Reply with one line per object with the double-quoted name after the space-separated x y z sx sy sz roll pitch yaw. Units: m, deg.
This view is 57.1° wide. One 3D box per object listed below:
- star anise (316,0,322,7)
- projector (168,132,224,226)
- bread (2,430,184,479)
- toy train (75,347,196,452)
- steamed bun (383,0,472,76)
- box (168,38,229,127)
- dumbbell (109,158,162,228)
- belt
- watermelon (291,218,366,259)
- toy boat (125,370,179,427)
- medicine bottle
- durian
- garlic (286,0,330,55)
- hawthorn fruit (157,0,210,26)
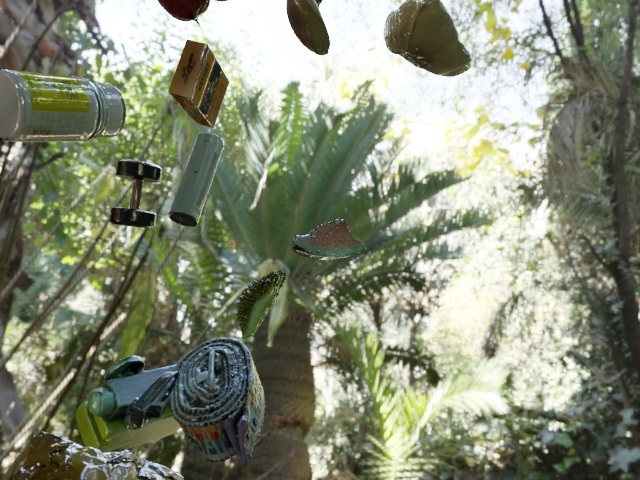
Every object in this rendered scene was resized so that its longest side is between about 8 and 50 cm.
-0.007 -0.686 1.593 0.056 0.124 0.129 -11 -33 -4 "star anise"
-0.434 -0.216 2.077 0.108 0.338 0.108 11 -25 5 "projector"
-0.293 0.421 0.719 0.277 0.325 0.167 28 -43 -17 "bread"
-0.433 0.427 1.585 0.441 0.179 0.272 -2 -40 -49 "toy train"
0.230 -0.470 1.394 0.231 0.110 0.212 42 -7 -38 "steamed bun"
-0.324 -0.418 1.597 0.070 0.152 0.237 17 -7 5 "box"
-0.627 -0.155 1.999 0.152 0.218 0.152 7 -3 0 "dumbbell"
-0.244 0.361 1.377 0.206 0.295 0.161 -12 -57 4 "belt"
-0.001 0.010 1.197 0.101 0.080 0.155 -18 1 44 "watermelon"
-0.323 0.307 1.174 0.060 0.055 0.141 25 32 8 "toy boat"
-0.559 -0.282 1.261 0.143 0.144 0.258 2 8 32 "medicine bottle"
-0.176 0.163 1.677 0.095 0.221 0.137 35 10 0 "durian"
-0.037 -0.587 1.545 0.101 0.086 0.196 47 -14 49 "garlic"
-0.350 -0.636 1.522 0.148 0.148 0.172 -1 -47 40 "hawthorn fruit"
